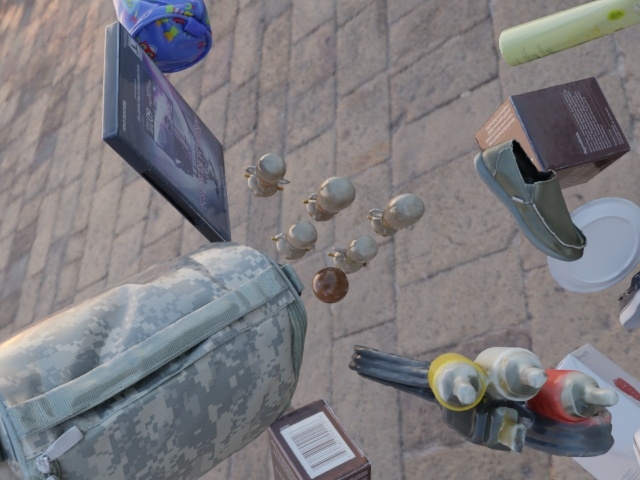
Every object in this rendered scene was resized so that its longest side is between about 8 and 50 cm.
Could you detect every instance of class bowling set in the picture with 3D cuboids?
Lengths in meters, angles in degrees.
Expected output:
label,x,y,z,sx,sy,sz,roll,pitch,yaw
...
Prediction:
label,x,y,z,sx,sy,sz,roll,pitch,yaw
bowling set,0.000,0.000,1.137,0.154,0.287,0.199,138,150,-72

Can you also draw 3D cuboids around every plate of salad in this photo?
label,x,y,z,sx,sy,sz,roll,pitch,yaw
plate of salad,0.512,0.007,1.381,0.199,0.200,0.048,-52,26,15

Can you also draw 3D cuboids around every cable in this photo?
label,x,y,z,sx,sy,sz,roll,pitch,yaw
cable,0.115,0.101,0.570,0.287,0.140,0.072,-169,87,-77

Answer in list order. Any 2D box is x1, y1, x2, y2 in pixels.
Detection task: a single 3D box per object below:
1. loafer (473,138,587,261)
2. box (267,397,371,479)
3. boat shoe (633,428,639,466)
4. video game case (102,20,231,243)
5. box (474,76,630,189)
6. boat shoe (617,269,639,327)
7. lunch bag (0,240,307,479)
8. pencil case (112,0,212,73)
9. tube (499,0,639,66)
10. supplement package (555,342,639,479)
label,x,y,z,sx,sy,sz,roll,pitch,yaw
loafer,0.369,-0.071,1.261,0.087,0.251,0.094,-44,-1,41
box,0.003,0.531,1.526,0.191,0.143,0.381,47,148,43
boat shoe,0.585,0.452,1.256,0.088,0.096,0.267,-40,50,30
video game case,-0.198,-0.131,0.992,0.026,0.274,0.196,-20,55,15
box,0.450,-0.193,1.456,0.168,0.203,0.166,125,128,-67
boat shoe,0.606,0.088,1.370,0.080,0.228,0.076,-8,63,1
lunch bag,-0.176,0.136,0.696,0.212,0.305,0.256,55,145,9
pencil case,-0.239,-0.391,1.052,0.133,0.119,0.305,-26,69,28
tube,0.385,-0.321,1.109,0.240,0.062,0.070,-9,29,44
supplement package,0.601,0.376,1.523,0.293,0.178,0.175,39,111,25
